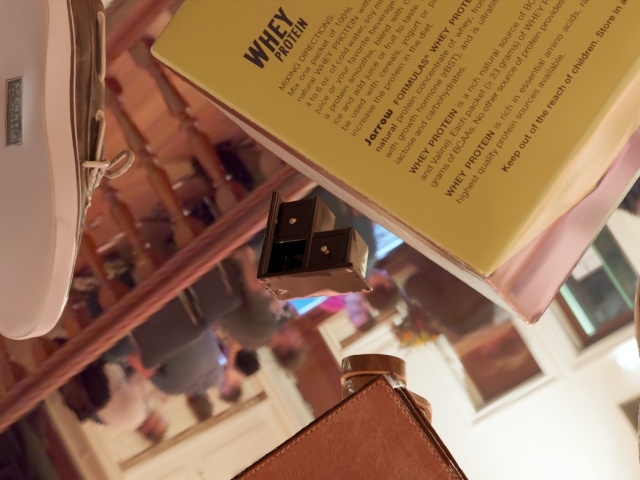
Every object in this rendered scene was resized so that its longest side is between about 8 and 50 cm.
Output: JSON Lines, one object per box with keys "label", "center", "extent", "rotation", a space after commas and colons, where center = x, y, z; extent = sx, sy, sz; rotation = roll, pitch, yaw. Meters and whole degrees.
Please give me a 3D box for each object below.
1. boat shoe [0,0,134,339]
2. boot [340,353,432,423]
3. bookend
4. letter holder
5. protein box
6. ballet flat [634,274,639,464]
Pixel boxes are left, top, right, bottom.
{"label": "boat shoe", "center": [-0.228, -0.071, 0.863], "extent": [0.113, 0.307, 0.105], "rotation": [-6, 175, 33]}
{"label": "boot", "center": [0.079, 0.240, 1.278], "extent": [0.112, 0.115, 0.305], "rotation": [-3, 157, 13]}
{"label": "bookend", "center": [0.000, 0.000, 1.492], "extent": [0.157, 0.156, 0.072], "rotation": [-7, 146, 26]}
{"label": "letter holder", "center": [0.001, 0.293, 0.912], "extent": [0.301, 0.214, 0.152], "rotation": [-36, 169, 3]}
{"label": "protein box", "center": [0.069, -0.102, 0.501], "extent": [0.200, 0.201, 0.136], "rotation": [-55, 156, 0]}
{"label": "ballet flat", "center": [0.444, 0.141, 1.234], "extent": [0.139, 0.139, 0.400], "rotation": [-44, -157, 55]}
